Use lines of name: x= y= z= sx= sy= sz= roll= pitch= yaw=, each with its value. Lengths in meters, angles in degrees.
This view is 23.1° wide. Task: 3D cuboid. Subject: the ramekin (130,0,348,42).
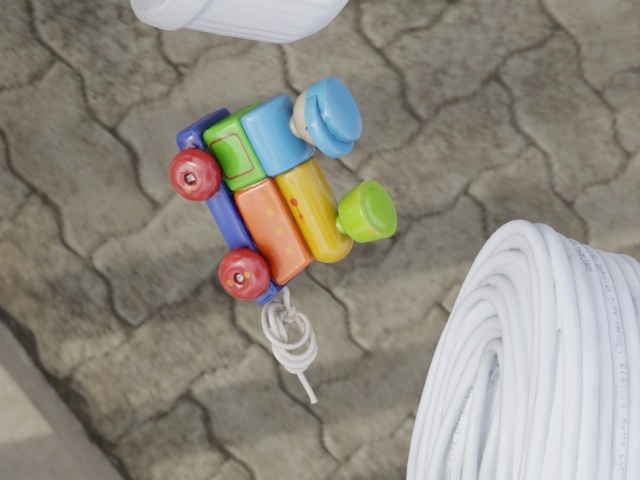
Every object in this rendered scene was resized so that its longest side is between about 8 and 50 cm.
ramekin: x=-0.036 y=-0.270 z=1.152 sx=0.127 sy=0.273 sz=0.272 roll=16 pitch=97 yaw=-21

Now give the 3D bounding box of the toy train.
toy train: x=0.000 y=0.000 z=1.224 sx=0.143 sy=0.105 sz=0.248 roll=-20 pitch=101 yaw=32

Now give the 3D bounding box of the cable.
cable: x=0.114 y=0.122 z=0.845 sx=0.089 sy=0.257 sz=0.257 roll=11 pitch=116 yaw=-8
